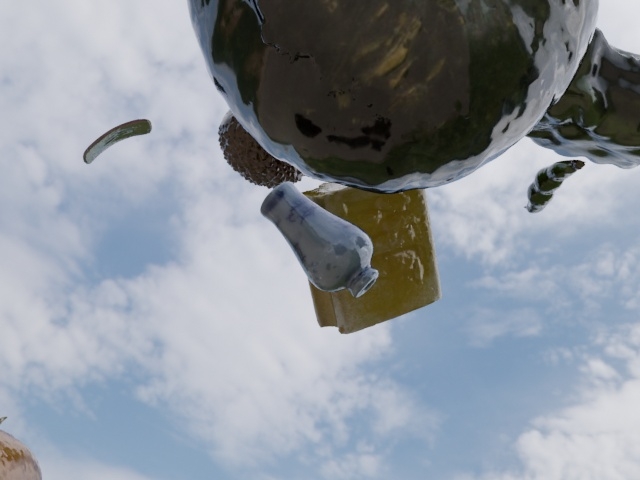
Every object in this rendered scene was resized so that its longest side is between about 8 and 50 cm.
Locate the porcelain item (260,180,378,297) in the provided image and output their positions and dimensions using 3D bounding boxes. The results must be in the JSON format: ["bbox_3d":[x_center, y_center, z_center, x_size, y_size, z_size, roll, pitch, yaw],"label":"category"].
[{"bbox_3d":[0.000,0.000,1.308,0.259,0.141,0.141,43,-41,14],"label":"porcelain item"}]

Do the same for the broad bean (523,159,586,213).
[{"bbox_3d":[0.457,-0.115,1.368,0.060,0.043,0.297,42,-11,11],"label":"broad bean"}]

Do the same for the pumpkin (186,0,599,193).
[{"bbox_3d":[0.073,-0.275,0.755,0.455,0.454,0.344,24,-14,0],"label":"pumpkin"}]

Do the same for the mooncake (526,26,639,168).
[{"bbox_3d":[0.521,-0.255,1.270,0.352,0.187,0.351,15,0,0],"label":"mooncake"}]

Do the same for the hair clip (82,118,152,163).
[{"bbox_3d":[-0.368,-0.181,1.223,0.022,0.137,0.054,54,-17,9],"label":"hair clip"}]

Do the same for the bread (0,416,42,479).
[{"bbox_3d":[-0.365,0.375,0.656,0.183,0.236,0.388,-10,-93,17],"label":"bread"}]

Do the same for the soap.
[{"bbox_3d":[0.109,0.012,1.548,0.156,0.294,0.334,9,-68,59],"label":"soap"}]

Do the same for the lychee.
[{"bbox_3d":[-0.124,-0.249,1.716,0.268,0.267,0.267,13,-44,12],"label":"lychee"}]
